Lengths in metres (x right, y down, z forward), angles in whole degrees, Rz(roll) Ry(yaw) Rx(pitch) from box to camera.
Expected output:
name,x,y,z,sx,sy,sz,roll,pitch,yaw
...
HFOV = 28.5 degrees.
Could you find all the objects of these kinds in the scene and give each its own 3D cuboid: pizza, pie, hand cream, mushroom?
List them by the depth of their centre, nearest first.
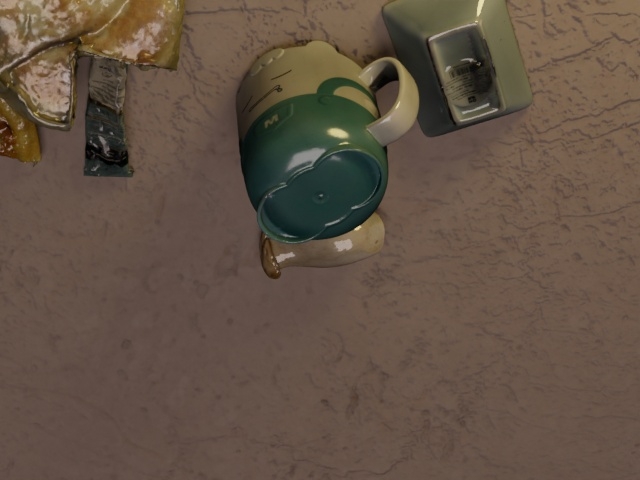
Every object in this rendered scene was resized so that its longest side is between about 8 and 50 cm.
name,x,y,z,sx,sy,sz,roll,pitch,yaw
pie,-0.360,-0.325,1.781,0.337,0.075,0.338,-3,106,-10
pizza,-0.551,-0.196,1.908,0.197,0.058,0.292,-29,121,17
hand cream,-0.322,-0.201,1.932,0.075,0.052,0.248,18,131,13
mushroom,0.000,0.000,2.053,0.212,0.088,0.097,-8,115,10

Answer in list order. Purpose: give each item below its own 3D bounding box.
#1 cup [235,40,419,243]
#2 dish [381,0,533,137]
name,x,y,z,sx,sy,sz,roll,pitch,yaw
cup,0.014,-0.155,1.852,0.289,0.258,0.219,-32,125,17
dish,0.212,-0.262,1.891,0.181,0.080,0.243,-18,124,9
